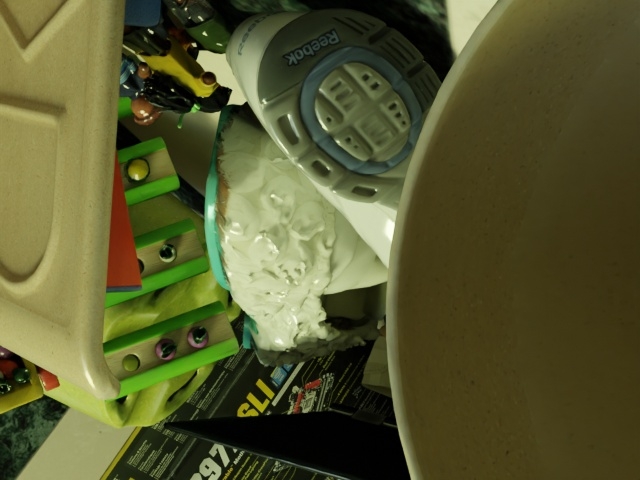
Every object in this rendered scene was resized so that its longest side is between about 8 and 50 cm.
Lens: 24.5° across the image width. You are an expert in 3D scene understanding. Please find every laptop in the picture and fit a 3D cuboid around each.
[{"bbox_3d":[0.123,0.284,1.204,0.382,0.236,0.407,12,127,30],"label":"laptop"}]

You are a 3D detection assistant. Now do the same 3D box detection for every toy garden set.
[{"bbox_3d":[-0.193,0.002,1.090,0.049,0.204,0.244,143,106,-75],"label":"toy garden set"}]

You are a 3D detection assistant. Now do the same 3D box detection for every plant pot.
[{"bbox_3d":[-0.214,0.025,1.251,0.254,0.276,0.276,30,164,25],"label":"plant pot"},{"bbox_3d":[0.191,0.024,0.478,0.284,0.284,0.191,25,-164,36],"label":"plant pot"}]

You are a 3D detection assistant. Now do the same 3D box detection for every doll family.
[{"bbox_3d":[-0.110,-0.125,0.983,0.111,0.076,0.193,41,170,-33],"label":"doll family"}]

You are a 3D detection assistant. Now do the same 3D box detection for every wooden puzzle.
[{"bbox_3d":[-0.191,-0.104,0.923,0.080,0.347,0.322,-7,-166,-36],"label":"wooden puzzle"}]

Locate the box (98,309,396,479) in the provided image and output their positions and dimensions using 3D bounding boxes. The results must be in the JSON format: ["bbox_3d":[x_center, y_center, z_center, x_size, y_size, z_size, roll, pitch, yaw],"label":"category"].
[{"bbox_3d":[-0.056,0.202,1.367,0.079,0.322,0.257,19,159,42],"label":"box"}]

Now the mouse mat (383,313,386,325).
[{"bbox_3d":[0.130,0.123,1.065,0.190,0.007,0.152,10,137,56],"label":"mouse mat"}]

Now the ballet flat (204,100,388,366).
[{"bbox_3d":[0.000,0.000,1.066,0.147,0.147,0.409,33,168,9],"label":"ballet flat"}]

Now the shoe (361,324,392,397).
[{"bbox_3d":[0.131,0.143,1.277,0.219,0.058,0.076,25,162,31],"label":"shoe"}]

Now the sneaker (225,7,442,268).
[{"bbox_3d":[0.057,-0.036,0.870,0.297,0.111,0.129,50,176,-31],"label":"sneaker"}]
